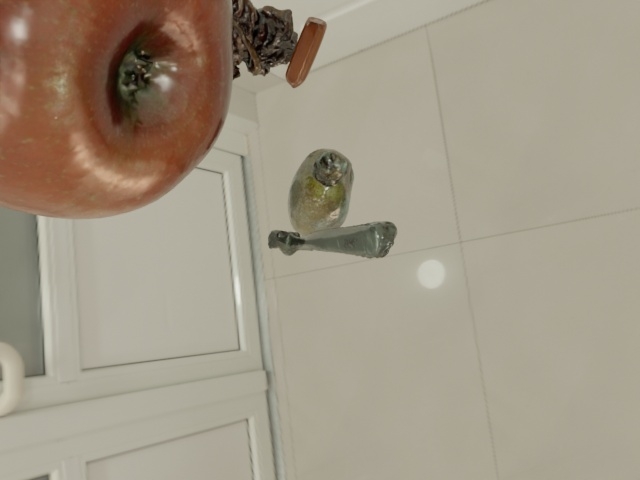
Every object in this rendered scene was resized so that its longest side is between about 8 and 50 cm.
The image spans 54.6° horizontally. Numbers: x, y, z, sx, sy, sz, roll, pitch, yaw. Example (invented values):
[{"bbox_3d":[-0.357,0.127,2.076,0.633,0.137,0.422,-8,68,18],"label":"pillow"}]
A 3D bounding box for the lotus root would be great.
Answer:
[{"bbox_3d":[0.002,-0.069,0.856,0.088,0.192,0.113,17,71,0],"label":"lotus root"}]

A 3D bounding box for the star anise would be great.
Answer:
[{"bbox_3d":[-0.144,-0.369,1.173,0.190,0.220,0.126,-13,82,49],"label":"star anise"}]

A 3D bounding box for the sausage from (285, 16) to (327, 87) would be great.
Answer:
[{"bbox_3d":[-0.029,-0.341,1.132,0.041,0.039,0.131,26,119,0],"label":"sausage"}]

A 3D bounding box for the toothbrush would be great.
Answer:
[{"bbox_3d":[0.000,0.000,0.591,0.297,0.030,0.030,178,106,-71],"label":"toothbrush"}]

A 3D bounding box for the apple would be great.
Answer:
[{"bbox_3d":[-0.230,-0.185,0.553,0.277,0.348,0.349,26,100,26],"label":"apple"}]
